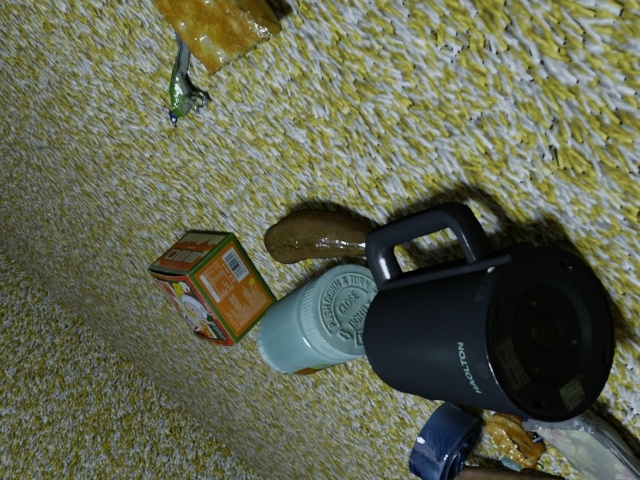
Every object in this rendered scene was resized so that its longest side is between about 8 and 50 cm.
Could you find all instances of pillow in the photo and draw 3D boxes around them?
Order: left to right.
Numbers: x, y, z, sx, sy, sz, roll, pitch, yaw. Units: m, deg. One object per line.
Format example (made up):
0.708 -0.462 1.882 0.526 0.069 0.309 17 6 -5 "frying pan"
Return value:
0.430 0.336 1.146 0.255 0.059 0.169 45 153 -4 "pillow"

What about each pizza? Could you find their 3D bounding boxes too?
-0.152 -0.314 1.055 0.292 0.058 0.197 30 150 30 "pizza"

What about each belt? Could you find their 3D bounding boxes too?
0.228 0.376 1.383 0.082 0.141 0.190 32 151 27 "belt"

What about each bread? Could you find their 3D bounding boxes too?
0.327 0.337 1.300 0.111 0.044 0.083 51 153 -16 "bread"

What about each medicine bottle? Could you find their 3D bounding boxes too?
-0.004 0.154 1.379 0.158 0.158 0.318 47 152 -4 "medicine bottle"

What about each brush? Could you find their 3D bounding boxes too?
0.360 0.402 1.369 0.083 0.021 0.019 -1 123 53 "brush"

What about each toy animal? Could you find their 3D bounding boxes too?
-0.215 -0.253 1.243 0.075 0.041 0.217 41 148 11 "toy animal"

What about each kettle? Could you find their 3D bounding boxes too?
0.181 0.106 1.013 0.262 0.203 0.308 40 158 -18 "kettle"

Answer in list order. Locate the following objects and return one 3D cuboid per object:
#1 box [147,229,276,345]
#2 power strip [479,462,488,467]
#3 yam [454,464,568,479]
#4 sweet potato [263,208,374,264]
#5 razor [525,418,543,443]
-0.232 0.098 1.626 0.177 0.148 0.195 4 133 50 "box"
0.392 0.515 1.472 0.253 0.027 0.060 48 153 -4 "power strip"
0.332 0.441 1.397 0.264 0.046 0.046 -7 124 47 "yam"
0.001 -0.007 1.253 0.285 0.085 0.112 -6 158 44 "sweet potato"
0.307 0.268 1.249 0.154 0.028 0.044 40 144 8 "razor"
